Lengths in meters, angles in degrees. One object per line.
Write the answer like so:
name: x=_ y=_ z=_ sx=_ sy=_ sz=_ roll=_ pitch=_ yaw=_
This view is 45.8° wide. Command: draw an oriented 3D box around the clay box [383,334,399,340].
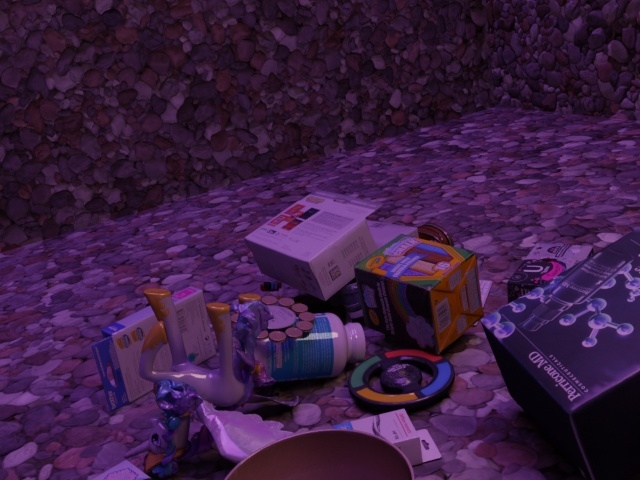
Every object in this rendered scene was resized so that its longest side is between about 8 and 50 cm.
clay box: x=0.231 y=0.180 z=1.897 sx=0.127 sy=0.053 sz=0.222 roll=-5 pitch=19 yaw=16

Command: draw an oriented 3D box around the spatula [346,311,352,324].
spatula: x=0.012 y=0.236 z=1.904 sx=0.168 sy=0.019 sz=0.242 roll=-10 pitch=19 yaw=4

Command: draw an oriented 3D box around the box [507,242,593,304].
box: x=0.532 y=0.121 z=1.743 sx=0.142 sy=0.164 sz=0.247 roll=4 pitch=23 yaw=30

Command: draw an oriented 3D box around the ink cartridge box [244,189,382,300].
ink cartridge box: x=0.000 y=0.000 z=2.021 sx=0.271 sy=0.130 sz=0.309 roll=-36 pitch=30 yaw=-24

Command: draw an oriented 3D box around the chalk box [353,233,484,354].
chalk box: x=0.205 y=0.110 z=1.767 sx=0.179 sy=0.180 sz=0.288 roll=-32 pitch=33 yaw=-33

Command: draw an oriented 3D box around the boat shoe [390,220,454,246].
boat shoe: x=0.276 y=0.011 z=2.295 sx=0.104 sy=0.111 sz=0.307 roll=-24 pitch=13 yaw=-25

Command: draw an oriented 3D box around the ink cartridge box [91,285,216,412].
ink cartridge box: x=-0.399 y=0.253 z=1.806 sx=0.065 sy=0.186 sz=0.311 roll=12 pitch=29 yaw=42

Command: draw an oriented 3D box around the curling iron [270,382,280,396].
curling iron: x=-0.129 y=0.295 z=1.790 sx=0.068 sy=0.035 sz=0.274 roll=-34 pitch=27 yaw=-3

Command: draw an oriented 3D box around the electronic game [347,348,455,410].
electronic game: x=0.171 y=0.293 z=1.617 sx=0.229 sy=0.048 sz=0.229 roll=-9 pitch=19 yaw=3

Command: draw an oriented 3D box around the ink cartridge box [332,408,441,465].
ink cartridge box: x=0.121 y=0.371 z=1.401 sx=0.180 sy=0.060 sz=0.104 roll=-12 pitch=19 yaw=-6

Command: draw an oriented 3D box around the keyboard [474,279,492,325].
keyboard: x=0.387 y=0.156 z=1.948 sx=0.072 sy=0.014 sz=0.256 roll=-2 pitch=21 yaw=23

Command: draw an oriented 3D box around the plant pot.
plant pot: x=0.007 y=0.432 z=1.090 sx=0.283 sy=0.191 sz=0.284 roll=-10 pitch=19 yaw=3

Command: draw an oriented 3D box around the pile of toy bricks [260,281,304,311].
pile of toy bricks: x=-0.092 y=0.173 z=2.002 sx=0.105 sy=0.118 sz=0.212 roll=1 pitch=6 yaw=-17

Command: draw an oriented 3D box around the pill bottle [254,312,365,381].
pill bottle: x=-0.038 y=0.238 z=1.694 sx=0.263 sy=0.146 sz=0.146 roll=-2 pitch=17 yaw=-14

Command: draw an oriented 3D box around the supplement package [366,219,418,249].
supplement package: x=0.128 y=0.047 z=2.185 sx=0.204 sy=0.145 sz=0.261 roll=-27 pitch=26 yaw=-38

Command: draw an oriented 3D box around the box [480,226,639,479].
box: x=0.534 y=0.183 z=1.302 sx=0.395 sy=0.212 sz=0.293 roll=-30 pitch=29 yaw=-4

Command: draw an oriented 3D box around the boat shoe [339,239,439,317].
boat shoe: x=0.186 y=0.077 z=1.973 sx=0.319 sy=0.099 sz=0.116 roll=-34 pitch=12 yaw=-15

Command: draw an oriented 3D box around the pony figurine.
pony figurine: x=-0.196 y=0.288 z=1.469 sx=0.350 sy=0.364 sz=0.303 roll=3 pitch=10 yaw=-9

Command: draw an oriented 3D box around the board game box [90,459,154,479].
board game box: x=-0.372 y=0.516 z=1.234 sx=0.318 sy=0.066 sz=0.317 roll=-25 pitch=24 yaw=-37

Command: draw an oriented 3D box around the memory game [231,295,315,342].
memory game: x=-0.103 y=0.169 z=1.642 sx=0.186 sy=0.012 sz=0.186 roll=3 pitch=25 yaw=-2
